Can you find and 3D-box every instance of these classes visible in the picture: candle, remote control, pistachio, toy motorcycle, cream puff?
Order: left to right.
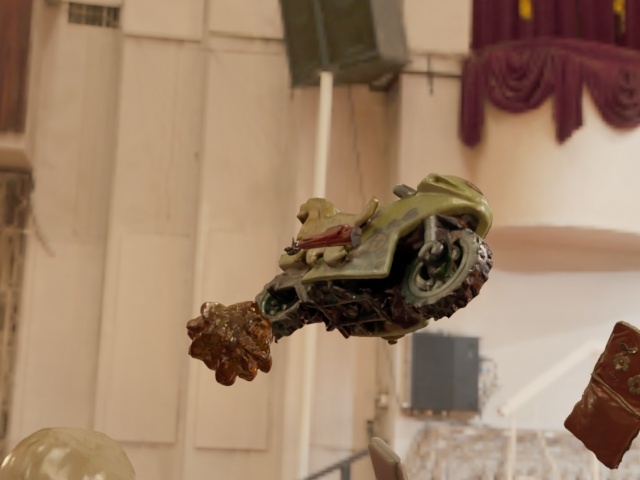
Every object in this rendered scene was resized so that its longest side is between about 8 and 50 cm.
[{"bbox_3d":[-0.385,0.382,1.723,0.226,0.207,0.332,-18,17,-7],"label":"pistachio"},{"bbox_3d":[-0.117,0.128,1.519,0.122,0.116,0.094,29,-16,21],"label":"cream puff"},{"bbox_3d":[0.000,-0.001,1.313,0.021,0.026,0.167,-24,6,-27],"label":"candle"},{"bbox_3d":[0.075,0.027,1.565,0.410,0.237,0.168,-13,-55,43],"label":"toy motorcycle"},{"bbox_3d":[0.108,0.358,1.507,0.029,0.260,0.067,-29,39,-19],"label":"remote control"}]

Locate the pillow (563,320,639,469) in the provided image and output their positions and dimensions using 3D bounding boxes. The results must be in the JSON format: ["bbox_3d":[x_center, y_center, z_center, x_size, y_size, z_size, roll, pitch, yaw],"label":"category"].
[{"bbox_3d":[0.499,0.257,1.925,0.043,0.232,0.126,3,27,-42],"label":"pillow"}]
